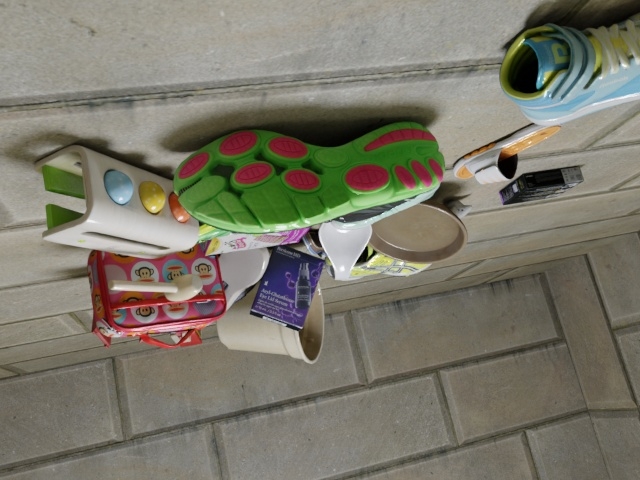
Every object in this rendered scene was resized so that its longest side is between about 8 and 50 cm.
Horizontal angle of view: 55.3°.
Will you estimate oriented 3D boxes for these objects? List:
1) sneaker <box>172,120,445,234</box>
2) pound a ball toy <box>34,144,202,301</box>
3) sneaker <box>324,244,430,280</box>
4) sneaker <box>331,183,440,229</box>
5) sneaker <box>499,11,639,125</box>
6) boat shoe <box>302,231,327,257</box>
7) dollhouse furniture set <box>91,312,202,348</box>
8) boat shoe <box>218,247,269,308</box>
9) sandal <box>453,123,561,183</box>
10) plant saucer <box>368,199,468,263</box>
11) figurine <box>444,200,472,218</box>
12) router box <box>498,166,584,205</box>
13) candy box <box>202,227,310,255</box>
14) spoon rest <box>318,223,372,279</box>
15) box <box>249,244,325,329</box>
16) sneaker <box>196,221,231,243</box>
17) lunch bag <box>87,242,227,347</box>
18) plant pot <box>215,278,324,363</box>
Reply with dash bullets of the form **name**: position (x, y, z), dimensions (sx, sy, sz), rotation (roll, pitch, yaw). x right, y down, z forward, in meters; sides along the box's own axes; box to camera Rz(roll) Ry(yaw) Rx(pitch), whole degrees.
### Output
- **sneaker**: position (-0.012, -0.086, 1.071), dimensions (0.483, 0.185, 0.202), rotation (-6, 161, -22)
- **pound a ball toy**: position (-0.300, -0.017, 1.025), dimensions (0.136, 0.208, 0.319), rotation (-18, 165, 20)
- **sneaker**: position (0.201, 0.042, 1.860), dimensions (0.385, 0.145, 0.147), rotation (-15, 167, 0)
- **sneaker**: position (0.139, -0.103, 1.318), dimensions (0.256, 0.094, 0.151), rotation (-21, 173, -7)
- **sneaker**: position (0.407, -0.265, 0.867), dimensions (0.319, 0.127, 0.208), rotation (-24, 164, 36)
- **boat shoe**: position (0.000, 0.000, 1.692), dimensions (0.066, 0.066, 0.183), rotation (-29, 166, 11)
- **dollhouse furniture set**: position (-0.451, 0.233, 1.651), dimensions (0.201, 0.152, 0.374), rotation (-8, 151, -2)
- **boat shoe**: position (-0.218, 0.076, 1.720), dimensions (0.340, 0.127, 0.158), rotation (-43, -179, 41)
- **sandal**: position (0.402, -0.173, 1.324), dimensions (0.102, 0.076, 0.265), rotation (-1, 162, -41)
- **plant saucer**: position (0.246, -0.027, 1.603), dimensions (0.278, 0.041, 0.278), rotation (10, 146, 7)
- **figurine**: position (0.296, -0.049, 1.717), dimensions (0.215, 0.092, 0.209), rotation (-9, 162, -20)
- **router box**: position (0.602, -0.148, 1.673), dimensions (0.179, 0.046, 0.133), rotation (-9, 166, -16)
- **candy box**: position (-0.146, -0.032, 1.392), dimensions (0.233, 0.071, 0.159), rotation (-8, 166, -19)
- **spoon rest**: position (0.062, 0.021, 1.619), dimensions (0.137, 0.084, 0.276), rotation (-2, 142, -3)
- **box**: position (-0.093, 0.131, 1.710), dimensions (0.153, 0.207, 0.108), rotation (19, 165, -3)
- **sneaker**: position (-0.248, -0.030, 1.225), dimensions (0.295, 0.109, 0.123), rotation (-17, 162, 15)
- **lunch bag**: position (-0.366, 0.117, 1.387), dimensions (0.293, 0.258, 0.120), rotation (-3, 163, -37)
- **plant pot**: position (-0.177, 0.254, 2.085), dimensions (0.305, 0.334, 0.334), rotation (-5, 169, 15)
